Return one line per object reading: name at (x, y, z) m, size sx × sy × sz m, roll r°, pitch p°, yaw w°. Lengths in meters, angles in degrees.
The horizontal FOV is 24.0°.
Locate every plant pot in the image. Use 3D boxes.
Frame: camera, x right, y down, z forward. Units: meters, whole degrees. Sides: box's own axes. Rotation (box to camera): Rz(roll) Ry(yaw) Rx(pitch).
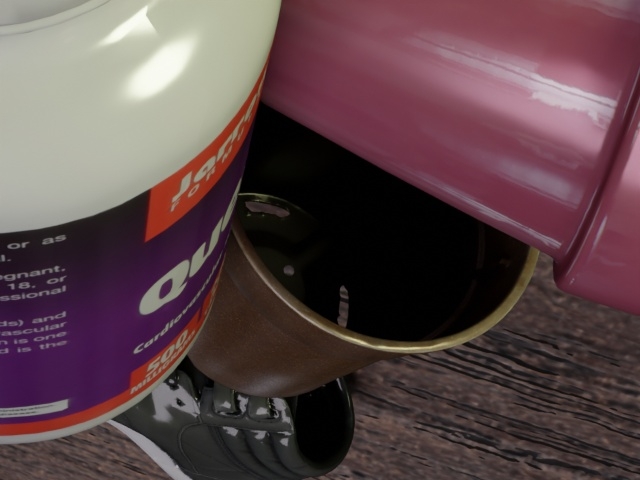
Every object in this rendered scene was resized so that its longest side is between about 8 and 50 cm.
plant pot at (0.080, -0.087, 0.564) m, size 0.180 × 0.201 × 0.201 m, roll 16°, pitch 143°, yaw 5°
plant pot at (0.000, 0.000, 0.766) m, size 0.167 × 0.167 × 0.165 m, roll 29°, pitch 151°, yaw -11°

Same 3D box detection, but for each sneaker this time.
sneaker at (-0.094, 0.066, 0.939) m, size 0.147 × 0.104 × 0.296 m, roll -19°, pitch 134°, yaw 39°

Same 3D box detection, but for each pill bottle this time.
pill bottle at (-0.111, -0.055, 0.515) m, size 0.182 × 0.181 × 0.323 m, roll 21°, pitch 156°, yaw 0°
